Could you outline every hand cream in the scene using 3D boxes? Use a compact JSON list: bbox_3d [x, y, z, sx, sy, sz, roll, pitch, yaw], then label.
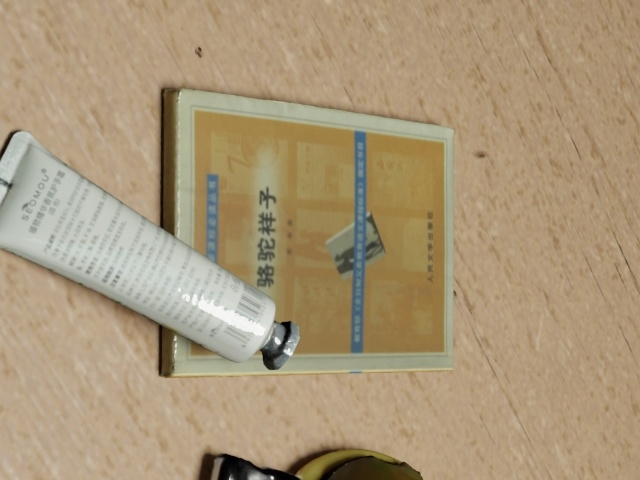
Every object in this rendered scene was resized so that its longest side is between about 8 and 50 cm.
[{"bbox_3d":[-0.098,0.015,0.837,0.194,0.042,0.067,31,72,-20],"label":"hand cream"}]

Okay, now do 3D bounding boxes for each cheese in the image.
[{"bbox_3d":[-0.003,0.162,0.930,0.162,0.036,0.086,24,75,-40],"label":"cheese"}]

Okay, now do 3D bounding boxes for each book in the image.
[{"bbox_3d":[0.001,0.000,0.955,0.242,0.018,0.170,3,86,-43],"label":"book"}]
